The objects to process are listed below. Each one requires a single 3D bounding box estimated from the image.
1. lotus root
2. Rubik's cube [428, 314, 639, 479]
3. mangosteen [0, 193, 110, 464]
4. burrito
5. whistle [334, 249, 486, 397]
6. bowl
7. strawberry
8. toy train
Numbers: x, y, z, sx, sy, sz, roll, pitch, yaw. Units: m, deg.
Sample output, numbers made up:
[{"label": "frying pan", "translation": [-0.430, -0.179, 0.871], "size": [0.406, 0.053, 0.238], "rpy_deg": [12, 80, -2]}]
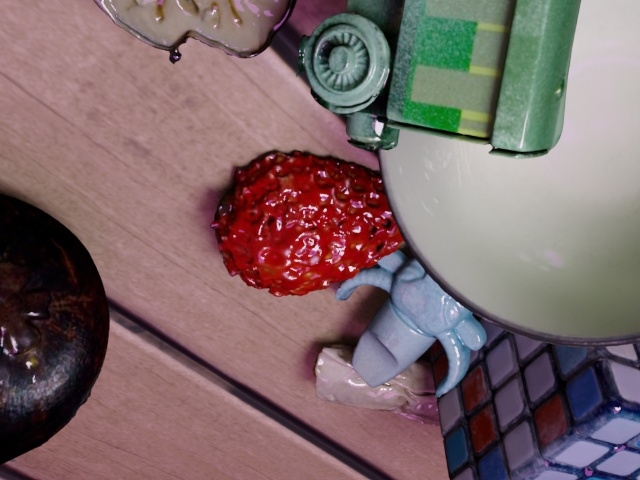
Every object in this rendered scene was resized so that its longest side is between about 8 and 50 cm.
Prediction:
[{"label": "lotus root", "translation": [-0.095, -0.251, 0.683], "size": [0.183, 0.078, 0.203], "rpy_deg": [30, 124, -15]}, {"label": "Rubik's cube", "translation": [0.332, 0.176, 0.993], "size": [0.287, 0.293, 0.292], "rpy_deg": [17, 134, -20]}, {"label": "mangosteen", "translation": [-0.387, 0.098, 0.871], "size": [0.330, 0.330, 0.330], "rpy_deg": [-2, 136, -2]}, {"label": "burrito", "translation": [0.164, 0.225, 1.185], "size": [0.392, 0.076, 0.117], "rpy_deg": [15, 134, -19]}, {"label": "whistle", "translation": [0.126, 0.077, 1.002], "size": [0.186, 0.093, 0.274], "rpy_deg": [43, 120, 13]}, {"label": "bowl", "translation": [0.246, -0.097, 0.733], "size": [0.354, 0.353, 0.185], "rpy_deg": [-38, 170, 31]}, {"label": "strawberry", "translation": [0.000, 0.000, 0.920], "size": [0.237, 0.111, 0.190], "rpy_deg": [-5, 134, 0]}, {"label": "toy train", "translation": [0.099, -0.207, 0.617], "size": [0.202, 0.120, 0.300], "rpy_deg": [13, 106, 21]}]
